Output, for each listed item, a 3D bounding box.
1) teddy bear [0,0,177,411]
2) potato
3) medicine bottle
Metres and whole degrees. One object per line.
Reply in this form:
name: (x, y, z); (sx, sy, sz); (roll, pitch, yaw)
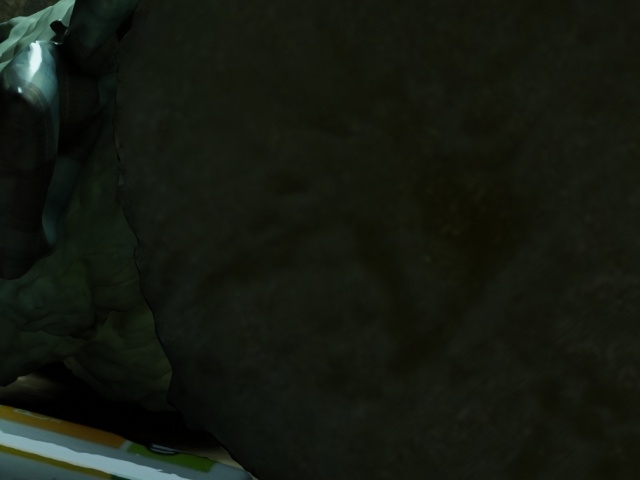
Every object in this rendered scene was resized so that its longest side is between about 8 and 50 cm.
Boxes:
teddy bear: (-0.151, -0.065, 0.853); (0.375, 0.327, 0.362); (31, -13, 39)
potato: (0.114, 0.007, 0.722); (0.397, 0.290, 0.296); (27, 12, 6)
medicine bottle: (-0.136, 0.093, 0.575); (0.220, 0.061, 0.092); (13, -21, 6)
